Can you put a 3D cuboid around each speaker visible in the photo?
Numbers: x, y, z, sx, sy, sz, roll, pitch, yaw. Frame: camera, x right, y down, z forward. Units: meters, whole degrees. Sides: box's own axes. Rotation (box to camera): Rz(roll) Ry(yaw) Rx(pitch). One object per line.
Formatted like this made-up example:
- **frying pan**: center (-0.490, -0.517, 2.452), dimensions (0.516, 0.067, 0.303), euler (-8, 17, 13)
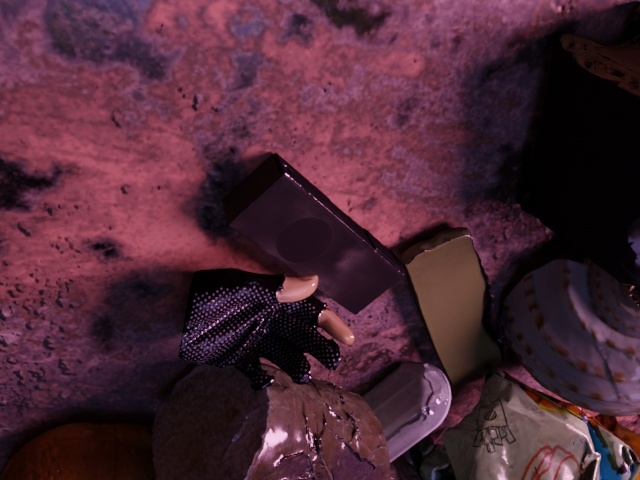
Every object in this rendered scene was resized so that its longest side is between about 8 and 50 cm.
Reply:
- **speaker**: center (0.000, 0.000, 0.651), dimensions (0.082, 0.044, 0.218), euler (-39, 131, 13)

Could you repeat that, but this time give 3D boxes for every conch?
- **conch**: center (0.418, 0.132, 0.825), dimensions (0.303, 0.215, 0.319), euler (-24, 133, 13)

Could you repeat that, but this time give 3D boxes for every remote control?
- **remote control**: center (0.082, 0.268, 0.873), dimensions (0.247, 0.104, 0.052), euler (-43, 131, 16)

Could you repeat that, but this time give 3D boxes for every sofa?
- **sofa**: center (0.353, -0.092, 0.623), dimensions (0.182, 0.200, 0.258), euler (-22, 134, -18)

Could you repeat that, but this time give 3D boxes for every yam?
- **yam**: center (-0.044, 0.260, 0.748), dimensions (0.201, 0.202, 0.271), euler (-41, 134, 14)

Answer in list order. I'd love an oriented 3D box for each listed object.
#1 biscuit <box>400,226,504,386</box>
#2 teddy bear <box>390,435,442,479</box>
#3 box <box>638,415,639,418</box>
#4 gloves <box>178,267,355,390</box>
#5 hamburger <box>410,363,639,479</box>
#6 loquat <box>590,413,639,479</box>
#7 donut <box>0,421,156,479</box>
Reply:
- **biscuit**: center (0.187, 0.101, 0.817), dimensions (0.099, 0.038, 0.322), euler (-24, 134, 4)
- **teddy bear**: center (0.130, 0.427, 0.994), dimensions (0.267, 0.151, 0.236), euler (25, 84, -30)
- **box**: center (0.686, 0.219, 1.083), dimensions (0.215, 0.086, 0.215), euler (-3, 130, -20)
- **gloves**: center (-0.054, 0.090, 0.653), dimensions (0.181, 0.106, 0.129), euler (11, 92, -10)
- **hamburger**: center (0.279, 0.340, 0.852), dimensions (0.260, 0.150, 0.276), euler (40, 103, 4)
- **loquat**: center (0.461, 0.481, 1.041), dimensions (0.328, 0.328, 0.359), euler (6, 97, -26)
- **donut**: center (-0.298, 0.327, 0.769), dimensions (0.226, 0.114, 0.226), euler (-10, 132, -11)
